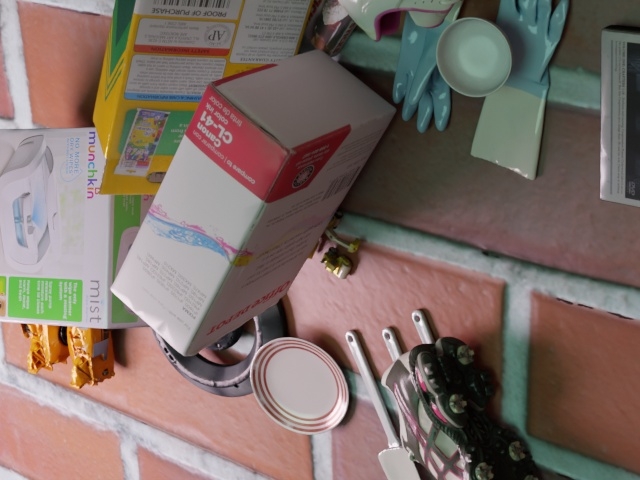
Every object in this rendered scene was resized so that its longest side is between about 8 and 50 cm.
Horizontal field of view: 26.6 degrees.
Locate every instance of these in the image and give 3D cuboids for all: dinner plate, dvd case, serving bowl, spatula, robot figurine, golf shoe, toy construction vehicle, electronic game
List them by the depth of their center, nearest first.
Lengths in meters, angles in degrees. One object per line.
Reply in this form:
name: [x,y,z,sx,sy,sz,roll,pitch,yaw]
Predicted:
dvd case: [0.374,-0.103,1.270,0.239,0.030,0.179,14,118,38]
golf shoe: [0.133,-0.296,1.344,0.306,0.115,0.140,-16,102,43]
serving bowl: [0.161,-0.190,1.384,0.083,0.027,0.083,12,115,26]
golf shoe: [0.166,0.248,1.574,0.120,0.105,0.272,-26,84,49]
toy construction vehicle: [0.000,0.000,1.653,0.098,0.035,0.086,44,132,19]
spatula: [0.116,0.210,1.655,0.168,0.019,0.242,-20,95,46]
dinner plate: [-0.026,0.187,1.757,0.141,0.017,0.141,10,117,21]
electronic game: [-0.143,0.103,1.821,0.229,0.048,0.229,13,114,29]
robot figurine: [-0.387,0.066,2.001,0.211,0.085,0.291,10,115,38]

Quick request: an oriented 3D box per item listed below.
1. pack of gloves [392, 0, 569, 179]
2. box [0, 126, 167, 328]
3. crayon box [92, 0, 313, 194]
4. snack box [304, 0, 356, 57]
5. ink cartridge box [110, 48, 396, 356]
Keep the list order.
pack of gloves: [0.154,-0.195,1.418,0.195,0.046,0.232,28,125,32]
box: [-0.328,-0.017,1.809,0.231,0.127,0.261,3,90,32]
crayon box: [-0.143,-0.199,1.562,0.083,0.203,0.323,-115,33,-43]
snack box: [0.032,-0.285,1.504,0.064,0.022,0.178,51,134,15]
ink cartridge box: [-0.078,-0.045,1.522,0.131,0.226,0.306,41,123,14]
